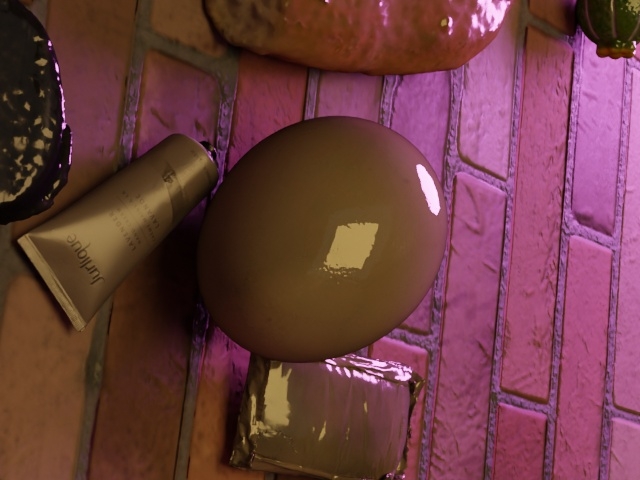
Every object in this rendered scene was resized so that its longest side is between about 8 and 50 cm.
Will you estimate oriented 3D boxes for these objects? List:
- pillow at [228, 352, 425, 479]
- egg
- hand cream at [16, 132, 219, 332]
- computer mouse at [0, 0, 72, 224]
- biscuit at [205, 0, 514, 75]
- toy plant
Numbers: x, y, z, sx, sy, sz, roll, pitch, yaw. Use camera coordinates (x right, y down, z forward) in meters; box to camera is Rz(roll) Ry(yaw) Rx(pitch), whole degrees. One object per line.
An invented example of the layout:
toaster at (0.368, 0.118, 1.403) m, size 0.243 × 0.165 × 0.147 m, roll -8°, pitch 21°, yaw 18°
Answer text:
pillow at (0.009, 0.149, 1.390) m, size 0.208 × 0.053 × 0.119 m, roll 18°, pitch 73°, yaw -43°
egg at (0.000, 0.000, 1.300) m, size 0.242 × 0.186 × 0.186 m, roll -39°, pitch 113°, yaw -43°
hand cream at (-0.145, -0.020, 1.251) m, size 0.186 × 0.054 × 0.087 m, roll -45°, pitch 114°, yaw -33°
computer mouse at (-0.298, -0.103, 1.070) m, size 0.295 × 0.087 × 0.168 m, roll 17°, pitch 69°, yaw -32°
biscuit at (0.070, -0.352, 1.464) m, size 0.446 × 0.104 × 0.429 m, roll 11°, pitch 84°, yaw -47°
toy plant at (0.318, -0.276, 1.752) m, size 0.093 × 0.093 × 0.162 m, roll 4°, pitch 85°, yaw -47°
